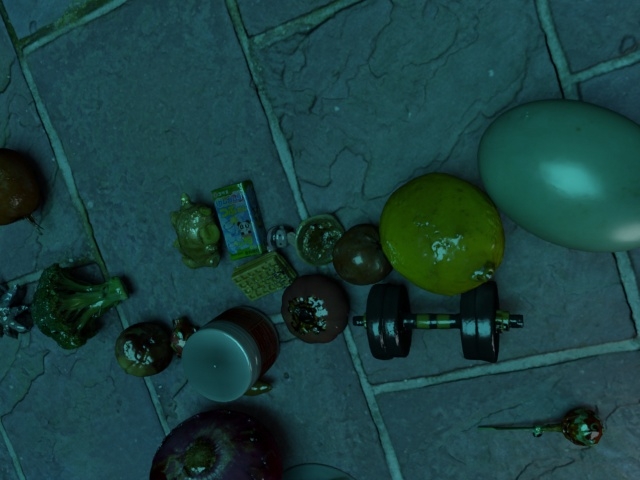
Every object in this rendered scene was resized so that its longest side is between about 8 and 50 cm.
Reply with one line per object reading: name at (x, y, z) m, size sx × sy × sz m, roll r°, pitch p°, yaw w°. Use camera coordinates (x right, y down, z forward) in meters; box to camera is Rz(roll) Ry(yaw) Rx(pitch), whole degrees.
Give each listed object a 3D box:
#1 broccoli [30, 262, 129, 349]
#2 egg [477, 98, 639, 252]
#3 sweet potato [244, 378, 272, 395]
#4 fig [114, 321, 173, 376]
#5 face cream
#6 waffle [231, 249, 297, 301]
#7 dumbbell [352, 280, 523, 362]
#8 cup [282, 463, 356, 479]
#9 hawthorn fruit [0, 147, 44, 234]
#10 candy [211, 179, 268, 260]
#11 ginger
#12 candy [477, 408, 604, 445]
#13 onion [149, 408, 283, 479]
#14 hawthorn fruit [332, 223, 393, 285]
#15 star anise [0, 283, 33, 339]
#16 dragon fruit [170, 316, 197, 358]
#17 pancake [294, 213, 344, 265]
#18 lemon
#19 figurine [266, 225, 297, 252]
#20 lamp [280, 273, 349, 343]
broccoli at (-0.684, 0.174, 1.688) m, size 0.269 × 0.269 × 0.253 m, roll -13°, pitch 103°, yaw 22°
egg at (0.497, -0.126, 1.163) m, size 0.389 × 0.276 × 0.275 m, roll 26°, pitch 110°, yaw 16°
sweet potato at (-0.220, 0.405, 1.655) m, size 0.203 × 0.055 × 0.058 m, roll -2°, pitch 116°, yaw 21°
fig at (-0.526, 0.336, 1.699) m, size 0.160 × 0.143 × 0.231 m, roll 40°, pitch 111°, yaw -12°
face cream at (-0.231, 0.292, 1.562) m, size 0.201 × 0.187 × 0.200 m, roll 4°, pitch 104°, yaw 18°
waffle at (-0.147, 0.093, 1.547) m, size 0.148 × 0.042 × 0.102 m, roll -23°, pitch 119°, yaw 24°
dumbbell at (0.262, 0.186, 1.371) m, size 0.389 × 0.185 × 0.184 m, roll -2°, pitch 101°, yaw 21°
cup at (-0.014, 0.807, 1.622) m, size 0.348 × 0.163 × 0.346 m, roll 4°, pitch 103°, yaw 18°
hawthorn fruit at (-0.900, -0.132, 1.701) m, size 0.211 × 0.211 × 0.299 m, roll -32°, pitch 103°, yaw 23°
candy at (-0.206, -0.050, 1.544) m, size 0.097 × 0.062 × 0.194 m, roll -13°, pitch 97°, yaw 22°
ginger at (-0.328, -0.025, 1.572) m, size 0.157 × 0.102 × 0.216 m, roll 4°, pitch 111°, yaw 46°
candy at (0.513, 0.446, 1.407) m, size 0.288 × 0.084 × 0.077 m, roll -11°, pitch 102°, yaw 28°
onion at (-0.259, 0.642, 1.579) m, size 0.359 × 0.358 × 0.344 m, roll -26°, pitch 116°, yaw 23°
hawthorn fruit at (0.090, 0.051, 1.419) m, size 0.149 × 0.149 × 0.189 m, roll 44°, pitch 109°, yaw 5°
star anise at (-0.987, 0.221, 1.862) m, size 0.236 × 0.093 × 0.229 m, roll 34°, pitch 111°, yaw 11°
dragon fruit at (-0.381, 0.271, 1.666) m, size 0.081 × 0.086 × 0.116 m, roll -22°, pitch 98°, yaw 27°
pancake at (0.000, 0.000, 1.474) m, size 0.140 × 0.022 × 0.139 m, roll -4°, pitch 109°, yaw -11°
lemon at (0.262, -0.009, 1.275) m, size 0.253 × 0.254 × 0.310 m, roll -56°, pitch 45°, yaw 21°
figurine at (-0.077, -0.003, 1.518) m, size 0.129 × 0.054 × 0.072 m, roll -1°, pitch 118°, yaw 12°
lamp at (-0.017, 0.174, 1.488) m, size 0.182 × 0.140 × 0.181 m, roll 7°, pitch 108°, yaw 21°
